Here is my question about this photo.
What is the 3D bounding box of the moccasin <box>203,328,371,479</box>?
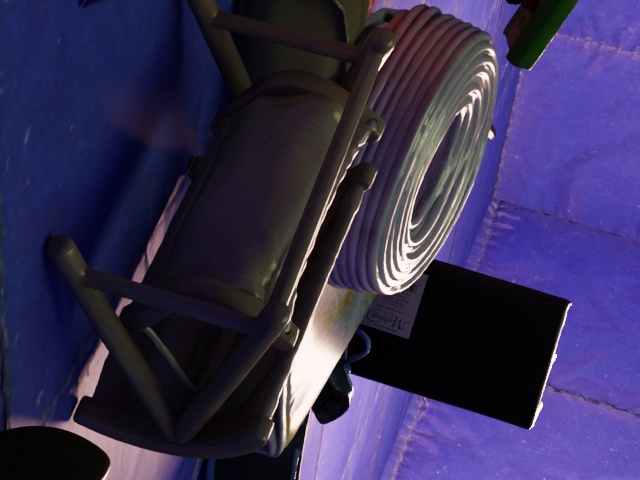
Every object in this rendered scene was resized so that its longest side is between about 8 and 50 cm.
[{"bbox_3d":[-0.020,0.165,2.123,0.138,0.116,0.342,92,17,-58],"label":"moccasin"}]

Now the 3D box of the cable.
[{"bbox_3d":[0.070,-0.073,1.698,0.257,0.089,0.257,-43,152,-57],"label":"cable"}]

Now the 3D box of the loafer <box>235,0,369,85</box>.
[{"bbox_3d":[-0.020,-0.144,1.613,0.268,0.102,0.092,93,11,-59],"label":"loafer"}]

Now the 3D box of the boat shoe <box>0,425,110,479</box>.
[{"bbox_3d":[-0.204,0.181,1.210,0.223,0.080,0.073,-39,151,-65],"label":"boat shoe"}]

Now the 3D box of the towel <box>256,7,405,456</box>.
[{"bbox_3d":[0.000,0.000,1.925,0.374,0.090,0.320,-58,165,-29],"label":"towel"}]

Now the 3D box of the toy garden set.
[{"bbox_3d":[0.171,-0.291,1.515,0.204,0.049,0.244,122,-28,-51],"label":"toy garden set"}]

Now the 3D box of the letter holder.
[{"bbox_3d":[0.132,0.096,2.324,0.214,0.301,0.152,-5,112,-80],"label":"letter holder"}]

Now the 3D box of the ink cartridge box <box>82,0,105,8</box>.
[{"bbox_3d":[-0.024,-0.205,1.248,0.066,0.189,0.232,59,33,-27],"label":"ink cartridge box"}]

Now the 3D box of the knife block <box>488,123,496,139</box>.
[{"bbox_3d":[0.124,-0.158,2.239,0.242,0.088,0.276,-40,144,-44],"label":"knife block"}]

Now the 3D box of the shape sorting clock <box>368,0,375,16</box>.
[{"bbox_3d":[0.013,-0.166,1.962,0.206,0.040,0.206,17,90,-81],"label":"shape sorting clock"}]

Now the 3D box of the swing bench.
[{"bbox_3d":[-0.064,-0.002,1.417,0.255,0.165,0.253,93,16,-58],"label":"swing bench"}]
